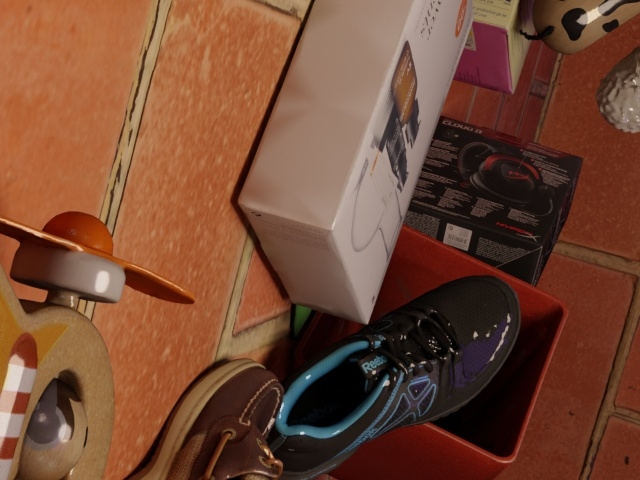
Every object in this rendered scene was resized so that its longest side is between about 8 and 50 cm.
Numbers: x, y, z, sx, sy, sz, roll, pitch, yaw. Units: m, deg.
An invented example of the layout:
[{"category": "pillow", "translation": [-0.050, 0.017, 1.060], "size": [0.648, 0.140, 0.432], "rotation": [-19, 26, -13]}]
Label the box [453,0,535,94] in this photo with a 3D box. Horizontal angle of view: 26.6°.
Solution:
[{"category": "box", "translation": [0.221, -0.343, 1.703], "size": [0.213, 0.117, 0.243], "rotation": [56, 53, -72]}]

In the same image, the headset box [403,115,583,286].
[{"category": "headset box", "translation": [0.222, -0.051, 1.842], "size": [0.293, 0.218, 0.110], "rotation": [-54, 158, -54]}]

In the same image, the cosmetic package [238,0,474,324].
[{"category": "cosmetic package", "translation": [0.050, -0.139, 1.319], "size": [0.284, 0.097, 0.377], "rotation": [71, 37, -70]}]

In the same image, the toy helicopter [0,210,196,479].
[{"category": "toy helicopter", "translation": [-0.157, 0.049, 0.667], "size": [0.355, 0.140, 0.235], "rotation": [84, 24, -52]}]

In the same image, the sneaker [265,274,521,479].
[{"category": "sneaker", "translation": [0.081, 0.138, 1.407], "size": [0.341, 0.125, 0.139], "rotation": [-33, 165, -18]}]

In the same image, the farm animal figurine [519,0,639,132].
[{"category": "farm animal figurine", "translation": [0.361, -0.333, 1.549], "size": [0.327, 0.330, 0.172], "rotation": [-46, -176, 14]}]

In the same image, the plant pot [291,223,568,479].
[{"category": "plant pot", "translation": [0.106, 0.177, 1.639], "size": [0.267, 0.267, 0.236], "rotation": [-60, 174, -44]}]

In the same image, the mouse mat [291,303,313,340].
[{"category": "mouse mat", "translation": [0.000, 0.000, 1.480], "size": [0.152, 0.007, 0.190], "rotation": [-60, 162, -44]}]

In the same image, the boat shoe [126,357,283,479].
[{"category": "boat shoe", "translation": [-0.088, 0.220, 1.150], "size": [0.342, 0.123, 0.123], "rotation": [-48, 151, -60]}]
